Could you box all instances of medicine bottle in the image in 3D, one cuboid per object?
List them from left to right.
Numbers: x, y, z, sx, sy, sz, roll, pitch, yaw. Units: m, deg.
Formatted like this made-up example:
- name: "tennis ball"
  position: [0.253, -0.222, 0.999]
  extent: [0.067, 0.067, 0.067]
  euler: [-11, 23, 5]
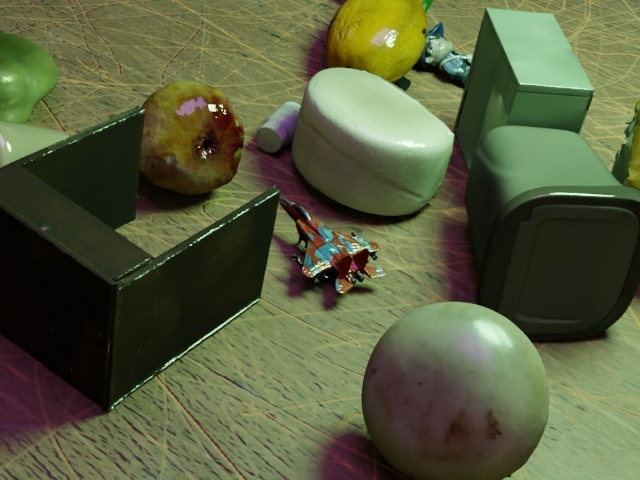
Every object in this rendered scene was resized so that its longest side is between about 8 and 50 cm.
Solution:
- name: "medicine bottle"
  position: [-0.362, -0.089, 1.436]
  extent: [0.114, 0.114, 0.252]
  euler: [29, 11, 22]
- name: "medicine bottle"
  position: [-0.059, -0.173, 1.720]
  extent: [0.052, 0.052, 0.089]
  euler: [23, 39, 15]

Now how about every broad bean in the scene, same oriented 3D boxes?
- name: "broad bean"
  position: [-0.489, -0.235, 1.665]
  extent: [0.189, 0.121, 0.263]
  euler: [2, 23, -2]

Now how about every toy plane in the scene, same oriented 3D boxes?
- name: "toy plane"
  position: [0.000, 0.003, 1.507]
  extent: [0.130, 0.061, 0.189]
  euler: [-22, 44, -34]

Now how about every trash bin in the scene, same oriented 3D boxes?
- name: "trash bin"
  position: [0.302, -0.025, 1.505]
  extent: [0.219, 0.220, 0.250]
  euler: [5, 31, -9]

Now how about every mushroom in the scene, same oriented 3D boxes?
- name: "mushroom"
  position: [0.154, 0.170, 1.254]
  extent: [0.207, 0.207, 0.215]
  euler: [21, 5, 13]

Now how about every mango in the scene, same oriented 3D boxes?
- name: "mango"
  position: [0.102, -0.358, 1.921]
  extent: [0.177, 0.120, 0.295]
  euler: [-5, 37, 25]

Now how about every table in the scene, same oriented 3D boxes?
- name: "table"
  position: [-0.236, 0.005, 1.337]
  extent: [0.250, 0.196, 0.282]
  euler: [31, 42, 25]

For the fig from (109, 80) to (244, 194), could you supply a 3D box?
- name: "fig"
  position: [-0.225, -0.153, 1.609]
  extent: [0.159, 0.159, 0.257]
  euler: [-24, 30, -37]

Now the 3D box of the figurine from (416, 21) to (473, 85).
- name: "figurine"
  position: [0.219, -0.317, 1.973]
  extent: [0.136, 0.079, 0.077]
  euler: [47, 42, 6]

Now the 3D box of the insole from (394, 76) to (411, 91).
- name: "insole"
  position: [0.106, -0.236, 1.879]
  extent: [0.064, 0.004, 0.188]
  euler: [21, 39, 13]

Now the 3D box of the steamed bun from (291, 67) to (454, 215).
- name: "steamed bun"
  position: [0.060, -0.143, 1.634]
  extent: [0.164, 0.146, 0.241]
  euler: [-17, 45, -37]

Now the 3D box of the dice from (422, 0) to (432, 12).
- name: "dice"
  position: [0.141, -0.480, 2.097]
  extent: [0.120, 0.128, 0.131]
  euler: [37, 43, 27]

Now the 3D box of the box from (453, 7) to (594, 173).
- name: "box"
  position: [0.301, -0.196, 1.696]
  extent: [0.117, 0.225, 0.225]
  euler: [3, 39, -10]

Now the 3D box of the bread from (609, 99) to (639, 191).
- name: "bread"
  position: [0.545, -0.080, 1.609]
  extent: [0.250, 0.225, 0.279]
  euler: [14, 42, 7]
